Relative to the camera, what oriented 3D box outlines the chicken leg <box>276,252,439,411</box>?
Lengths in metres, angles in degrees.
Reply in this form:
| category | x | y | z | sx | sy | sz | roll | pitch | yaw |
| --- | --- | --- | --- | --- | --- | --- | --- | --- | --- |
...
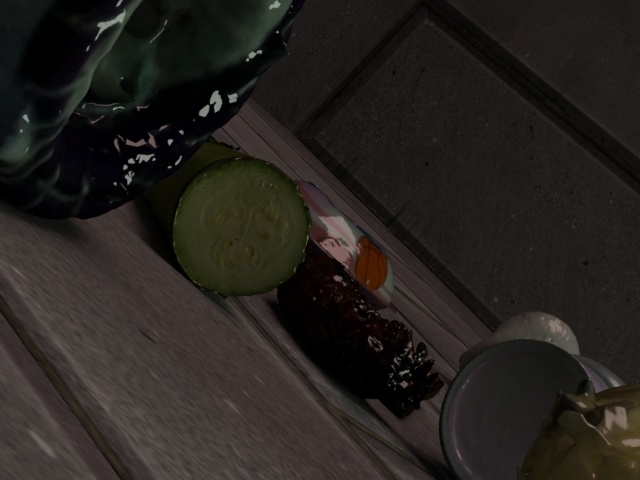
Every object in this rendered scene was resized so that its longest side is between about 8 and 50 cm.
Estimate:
| category | x | y | z | sx | sy | sz | roll | pitch | yaw |
| --- | --- | --- | --- | --- | --- | --- | --- | --- | --- |
| chicken leg | 0.021 | 0.062 | 1.347 | 0.105 | 0.063 | 0.234 | 46 | 1 | -32 |

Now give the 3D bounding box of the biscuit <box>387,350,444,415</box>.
| category | x | y | z | sx | sy | sz | roll | pitch | yaw |
| --- | --- | --- | --- | --- | --- | --- | --- | --- | --- |
| biscuit | 0.066 | 0.110 | 1.491 | 0.064 | 0.034 | 0.199 | 44 | 3 | 7 |

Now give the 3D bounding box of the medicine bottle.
| category | x | y | z | sx | sy | sz | roll | pitch | yaw |
| --- | --- | --- | --- | --- | --- | --- | --- | --- | --- |
| medicine bottle | 0.185 | 0.161 | 1.359 | 0.139 | 0.139 | 0.225 | 45 | 5 | 31 |

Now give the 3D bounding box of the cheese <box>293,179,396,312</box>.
| category | x | y | z | sx | sy | sz | roll | pitch | yaw |
| --- | --- | --- | --- | --- | --- | --- | --- | --- | --- |
| cheese | 0.000 | 0.000 | 1.727 | 0.189 | 0.074 | 0.286 | 44 | 3 | -8 |

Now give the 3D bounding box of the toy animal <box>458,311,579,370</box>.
| category | x | y | z | sx | sy | sz | roll | pitch | yaw |
| --- | --- | --- | --- | --- | --- | --- | --- | --- | --- |
| toy animal | 0.205 | 0.176 | 1.921 | 0.221 | 0.130 | 0.104 | -68 | 148 | -59 |

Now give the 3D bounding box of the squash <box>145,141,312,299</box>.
| category | x | y | z | sx | sy | sz | roll | pitch | yaw |
| --- | --- | --- | --- | --- | --- | --- | --- | --- | --- |
| squash | -0.087 | -0.034 | 1.247 | 0.094 | 0.094 | 0.224 | 41 | -2 | -26 |

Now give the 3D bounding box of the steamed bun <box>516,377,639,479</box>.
| category | x | y | z | sx | sy | sz | roll | pitch | yaw |
| --- | --- | --- | --- | --- | --- | --- | --- | --- | --- |
| steamed bun | 0.205 | 0.204 | 0.989 | 0.273 | 0.166 | 0.232 | 38 | 16 | 6 |

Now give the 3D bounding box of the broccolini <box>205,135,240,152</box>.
| category | x | y | z | sx | sy | sz | roll | pitch | yaw |
| --- | --- | --- | --- | --- | --- | --- | --- | --- | --- |
| broccolini | -0.118 | -0.101 | 2.034 | 0.035 | 0.030 | 0.140 | 4 | 13 | -17 |

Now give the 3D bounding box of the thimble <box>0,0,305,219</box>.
| category | x | y | z | sx | sy | sz | roll | pitch | yaw |
| --- | --- | --- | --- | --- | --- | --- | --- | --- | --- |
| thimble | -0.120 | -0.127 | 0.920 | 0.150 | 0.237 | 0.237 | 40 | 3 | 19 |
